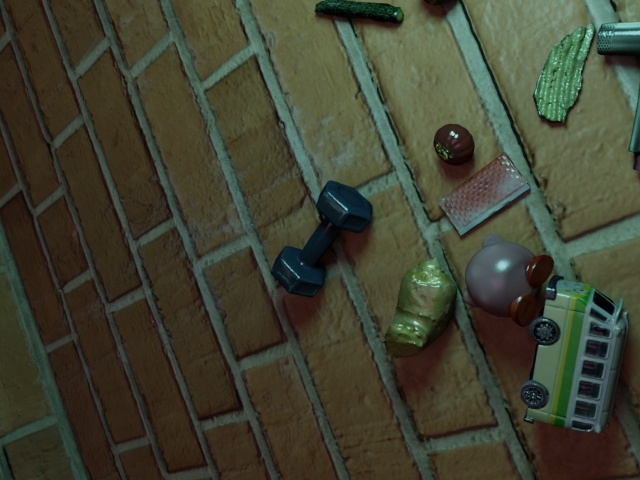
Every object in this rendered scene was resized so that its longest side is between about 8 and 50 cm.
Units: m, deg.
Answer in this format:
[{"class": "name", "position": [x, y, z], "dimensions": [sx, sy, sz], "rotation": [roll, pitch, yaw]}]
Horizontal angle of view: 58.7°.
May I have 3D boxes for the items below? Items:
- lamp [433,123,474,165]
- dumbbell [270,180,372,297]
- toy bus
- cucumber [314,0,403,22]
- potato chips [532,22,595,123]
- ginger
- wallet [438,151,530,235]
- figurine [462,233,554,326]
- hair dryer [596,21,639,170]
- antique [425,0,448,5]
[{"class": "lamp", "position": [0.308, -0.220, 1.314], "dimensions": [0.101, 0.090, 0.101], "rotation": [41, 155, 24]}, {"class": "dumbbell", "position": [0.000, 0.001, 1.513], "dimensions": [0.156, 0.143, 0.316], "rotation": [45, 118, 18]}, {"class": "toy bus", "position": [0.539, 0.241, 1.205], "dimensions": [0.179, 0.143, 0.305], "rotation": [11, 102, 29]}, {"class": "cucumber", "position": [0.089, -0.578, 1.427], "dimensions": [0.256, 0.043, 0.044], "rotation": [19, 102, 30]}, {"class": "potato chips", "position": [0.507, -0.353, 1.200], "dimensions": [0.092, 0.028, 0.207], "rotation": [19, 109, 28]}, {"class": "ginger", "position": [0.247, 0.170, 1.384], "dimensions": [0.138, 0.152, 0.267], "rotation": [19, 88, 27]}, {"class": "wallet", "position": [0.378, -0.106, 1.328], "dimensions": [0.196, 0.020, 0.103], "rotation": [-40, 76, 31]}, {"class": "figurine", "position": [0.402, 0.085, 1.256], "dimensions": [0.173, 0.173, 0.173], "rotation": [6, 100, 32]}, {"class": "hair dryer", "position": [0.702, -0.292, 1.069], "dimensions": [0.320, 0.155, 0.284], "rotation": [6, 121, 45]}, {"class": "antique", "position": [0.267, -0.580, 1.280], "dimensions": [0.104, 0.104, 0.104], "rotation": [6, 100, 32]}]
